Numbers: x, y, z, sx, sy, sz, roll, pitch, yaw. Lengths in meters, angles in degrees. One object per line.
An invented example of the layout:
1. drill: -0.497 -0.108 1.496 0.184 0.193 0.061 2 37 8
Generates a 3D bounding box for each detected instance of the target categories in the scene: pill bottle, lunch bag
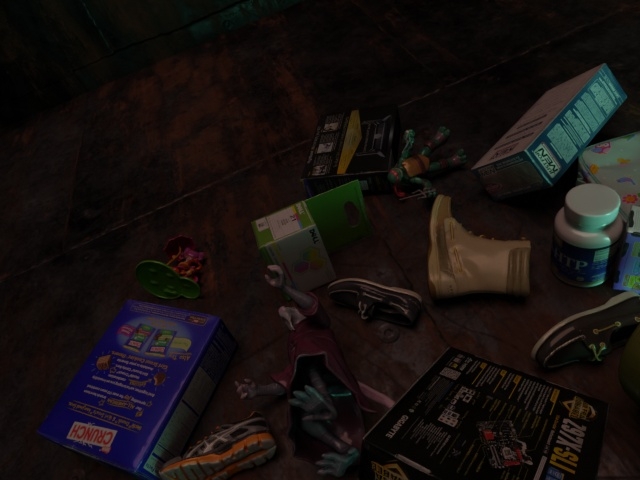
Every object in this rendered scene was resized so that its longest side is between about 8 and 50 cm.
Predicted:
1. pill bottle: 0.493 -0.010 0.877 0.111 0.187 0.112 -11 45 11
2. lunch bag: 0.662 -0.104 0.956 0.223 0.108 0.279 -18 42 13

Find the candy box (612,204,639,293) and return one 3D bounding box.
1. candy box: 0.624 0.031 0.803 0.196 0.165 0.070 11 55 29

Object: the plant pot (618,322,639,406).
1. plant pot: 0.580 0.216 0.545 0.366 0.367 0.353 -26 33 -3

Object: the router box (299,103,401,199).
1. router box: 0.094 -0.256 1.344 0.242 0.081 0.309 -2 48 19

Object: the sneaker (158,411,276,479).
1. sneaker: -0.185 0.383 0.857 0.214 0.084 0.083 -18 34 -4

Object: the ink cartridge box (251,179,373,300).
1. ink cartridge box: 0.000 0.000 1.061 0.255 0.189 0.097 -23 43 -1

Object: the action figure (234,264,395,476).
1. action figure: 0.001 0.210 0.865 0.275 0.248 0.370 14 16 -12

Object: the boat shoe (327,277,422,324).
1. boat shoe: 0.104 0.130 0.980 0.206 0.075 0.065 7 48 21

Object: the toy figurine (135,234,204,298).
1. toy figurine: -0.360 0.056 1.222 0.173 0.130 0.159 14 42 5

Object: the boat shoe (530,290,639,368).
1. boat shoe: 0.469 0.161 0.799 0.227 0.081 0.069 -25 40 -7

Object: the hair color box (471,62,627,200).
1. hair color box: 0.530 -0.247 1.096 0.347 0.105 0.174 -43 9 -20

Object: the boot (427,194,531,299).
1. boot: 0.332 0.006 0.992 0.203 0.095 0.262 -3 49 20

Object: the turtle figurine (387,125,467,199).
1. turtle figurine: 0.248 -0.193 1.186 0.234 0.175 0.118 -29 7 -22

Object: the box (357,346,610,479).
1. box: 0.241 0.280 0.662 0.257 0.079 0.322 17 21 31

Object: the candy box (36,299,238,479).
1. candy box: -0.363 0.297 0.971 0.268 0.122 0.317 6 50 25
